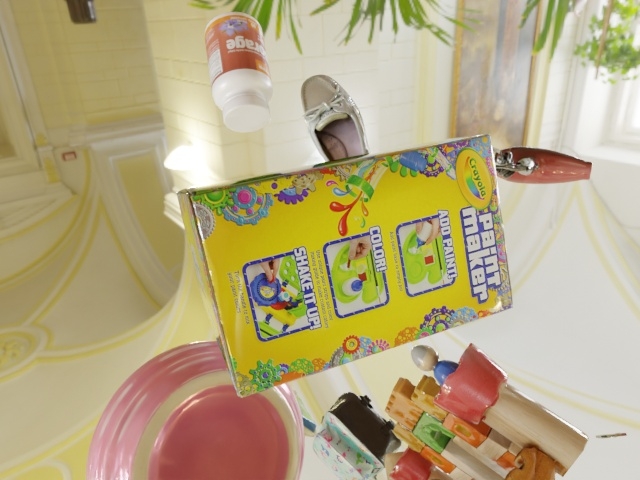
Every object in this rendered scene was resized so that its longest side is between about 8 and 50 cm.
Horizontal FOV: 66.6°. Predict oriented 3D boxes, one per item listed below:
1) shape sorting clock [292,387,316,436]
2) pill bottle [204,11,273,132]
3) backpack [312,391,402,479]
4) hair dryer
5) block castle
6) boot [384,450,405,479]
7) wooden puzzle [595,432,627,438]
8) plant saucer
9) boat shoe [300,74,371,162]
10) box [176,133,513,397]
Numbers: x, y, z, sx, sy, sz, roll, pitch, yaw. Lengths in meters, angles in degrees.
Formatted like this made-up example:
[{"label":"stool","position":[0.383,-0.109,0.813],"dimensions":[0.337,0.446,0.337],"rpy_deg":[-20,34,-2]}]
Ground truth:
[{"label":"shape sorting clock","position":[-0.087,0.355,1.076],"dimensions":[0.040,0.206,0.206],"rpy_deg":[-50,-144,-2]},{"label":"pill bottle","position":[-0.160,-0.332,0.974],"dimensions":[0.121,0.216,0.121],"rpy_deg":[-11,161,-4]},{"label":"backpack","position":[0.093,0.579,1.399],"dimensions":[0.225,0.253,0.191],"rpy_deg":[41,-117,16]},{"label":"hair dryer","position":[0.410,-0.138,0.979],"dimensions":[0.294,0.080,0.223],"rpy_deg":[-3,-158,-13]},{"label":"block castle","position":[0.125,0.351,0.650],"dimensions":[0.213,0.453,0.303],"rpy_deg":[33,-123,22]},{"label":"boot","position":[0.151,0.537,0.903],"dimensions":[0.236,0.089,0.269],"rpy_deg":[16,-132,-24]},{"label":"wooden puzzle","position":[0.635,0.427,1.066],"dimensions":[0.049,0.083,0.006],"rpy_deg":[-11,-113,8]},{"label":"plant saucer","position":[-0.155,0.315,0.710],"dimensions":[0.332,0.332,0.084],"rpy_deg":[-23,-177,-36]},{"label":"boat shoe","position":[0.041,-0.215,1.022],"dimensions":[0.118,0.320,0.103],"rpy_deg":[-21,170,9]},{"label":"box","position":[0.000,0.000,0.553],"dimensions":[0.279,0.177,0.290],"rpy_deg":[-14,-170,-16]}]
